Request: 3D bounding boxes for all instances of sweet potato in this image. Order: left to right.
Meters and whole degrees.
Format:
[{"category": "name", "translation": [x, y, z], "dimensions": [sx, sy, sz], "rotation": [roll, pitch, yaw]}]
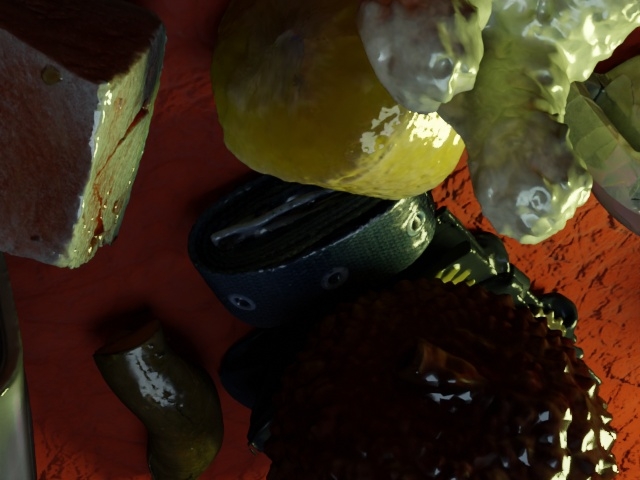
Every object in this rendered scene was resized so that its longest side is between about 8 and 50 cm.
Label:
[{"category": "sweet potato", "translation": [-0.152, 0.170, 1.467], "dimensions": [0.112, 0.085, 0.285], "rotation": [13, 149, 12]}]

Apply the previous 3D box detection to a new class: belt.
[{"category": "belt", "translation": [0.000, 0.000, 1.312], "dimensions": [0.218, 0.122, 0.128], "rotation": [-25, 141, 1]}]

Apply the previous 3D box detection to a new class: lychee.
[{"category": "lychee", "translation": [0.101, 0.183, 1.275], "dimensions": [0.306, 0.306, 0.330], "rotation": [-15, 145, -8]}]

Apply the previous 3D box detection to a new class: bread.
[{"category": "bread", "translation": [0.023, -0.128, 1.153], "dimensions": [0.197, 0.197, 0.170], "rotation": [-44, 145, 22]}]

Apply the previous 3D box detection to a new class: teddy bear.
[{"category": "teddy bear", "translation": [0.245, -0.239, 1.036], "dimensions": [0.362, 0.375, 0.327], "rotation": [-28, 115, 30]}]

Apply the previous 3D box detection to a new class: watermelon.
[{"category": "watermelon", "translation": [-0.233, -0.074, 1.085], "dimensions": [0.262, 0.201, 0.212], "rotation": [9, 121, -25]}]

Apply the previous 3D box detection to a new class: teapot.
[{"category": "teapot", "translation": [0.315, -0.083, 1.315], "dimensions": [0.163, 0.178, 0.221], "rotation": [-32, 136, 10]}]

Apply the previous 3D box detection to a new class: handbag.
[{"category": "handbag", "translation": [0.103, 0.141, 1.506], "dimensions": [0.329, 0.122, 0.303], "rotation": [-36, 136, 13]}]

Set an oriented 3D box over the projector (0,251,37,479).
[{"category": "projector", "translation": [-0.370, 0.137, 1.206], "dimensions": [0.249, 0.248, 0.249], "rotation": [-9, 136, -15]}]
